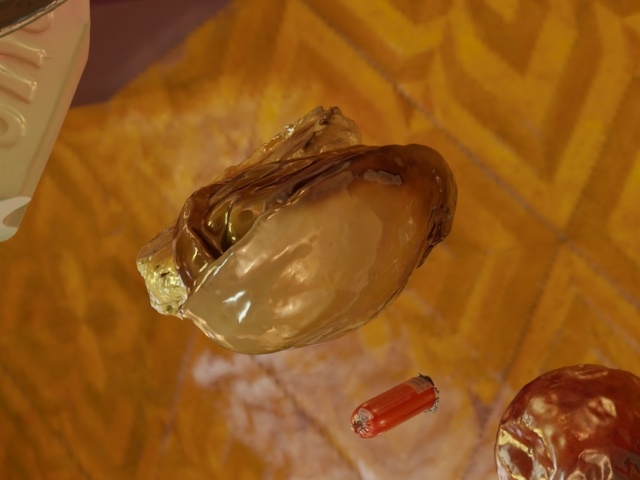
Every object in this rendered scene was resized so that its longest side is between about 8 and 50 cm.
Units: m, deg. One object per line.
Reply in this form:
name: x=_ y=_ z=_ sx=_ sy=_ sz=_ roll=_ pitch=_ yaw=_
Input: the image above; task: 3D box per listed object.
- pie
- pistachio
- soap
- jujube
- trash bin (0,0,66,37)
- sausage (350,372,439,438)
pie: x=-0.087 y=-0.035 z=1.991 sx=0.083 sy=0.339 sz=0.339 roll=47 pitch=145 yaw=-13
pistachio: x=0.000 y=0.000 z=1.096 sx=0.130 sy=0.210 sz=0.165 roll=59 pitch=153 yaw=26
soap: x=-0.391 y=-0.186 z=1.979 sx=0.115 sy=0.208 sz=0.347 roll=-48 pitch=21 yaw=57
jujube: x=0.282 y=0.206 z=1.672 sx=0.168 sy=0.236 sz=0.168 roll=-17 pitch=69 yaw=53
trash bin: x=-0.178 y=-0.277 z=0.598 sx=0.432 sy=0.280 sz=0.280 roll=-107 pitch=28 yaw=-48
sausage: x=0.078 y=0.192 z=1.919 sx=0.048 sy=0.145 sz=0.050 roll=9 pitch=108 yaw=35
